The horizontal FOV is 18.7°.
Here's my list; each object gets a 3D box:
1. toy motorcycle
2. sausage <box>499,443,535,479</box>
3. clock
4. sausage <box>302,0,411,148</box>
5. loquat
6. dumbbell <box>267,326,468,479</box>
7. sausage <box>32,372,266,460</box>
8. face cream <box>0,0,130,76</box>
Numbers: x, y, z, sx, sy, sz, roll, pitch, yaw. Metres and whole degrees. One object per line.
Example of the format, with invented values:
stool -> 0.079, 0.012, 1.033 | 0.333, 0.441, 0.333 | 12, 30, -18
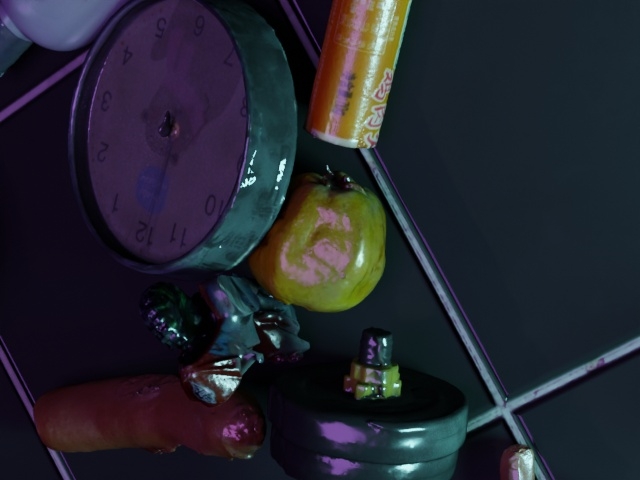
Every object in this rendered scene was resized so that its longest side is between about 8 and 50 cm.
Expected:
toy motorcycle -> -0.078, 0.089, 1.789 | 0.082, 0.213, 0.122 | -30, 75, 31
sausage -> 0.187, 0.260, 1.790 | 0.030, 0.035, 0.147 | 8, 106, 61
clock -> -0.136, -0.100, 1.822 | 0.280, 0.055, 0.281 | -4, 84, 45
sausage -> 0.043, -0.202, 1.747 | 0.071, 0.071, 0.234 | 22, 111, 23
loquat -> 0.000, 0.000, 1.792 | 0.137, 0.113, 0.137 | -2, 86, 31
dumbbell -> 0.031, 0.268, 1.790 | 0.185, 0.185, 0.388 | 13, 106, 26
sausage -> -0.161, 0.172, 1.909 | 0.326, 0.087, 0.079 | -5, 126, 45
face cream -> -0.248, -0.263, 1.892 | 0.291, 0.071, 0.144 | -39, 79, 30
